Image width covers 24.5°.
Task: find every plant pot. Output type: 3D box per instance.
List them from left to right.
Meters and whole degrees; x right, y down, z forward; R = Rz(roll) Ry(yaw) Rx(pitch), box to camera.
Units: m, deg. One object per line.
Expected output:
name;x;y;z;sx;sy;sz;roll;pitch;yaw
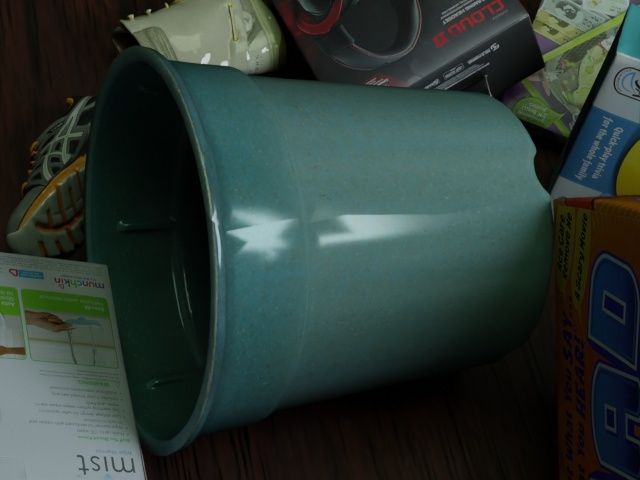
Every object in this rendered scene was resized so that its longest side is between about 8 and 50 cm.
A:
plant pot;0.000;0.000;1.294;0.334;0.341;0.341;-3;54;-24

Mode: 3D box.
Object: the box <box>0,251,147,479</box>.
box;-0.294;0.128;1.192;0.262;0.127;0.231;7;51;-32

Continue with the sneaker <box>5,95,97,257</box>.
sneaker;-0.250;-0.065;1.434;0.083;0.084;0.215;16;47;17

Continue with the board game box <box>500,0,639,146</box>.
board game box;0.388;-0.167;1.600;0.347;0.056;0.208;22;79;5

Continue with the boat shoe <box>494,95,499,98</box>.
boat shoe;0.148;-0.272;1.665;0.088;0.096;0.267;5;61;-14

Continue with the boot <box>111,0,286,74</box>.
boot;-0.151;-0.248;1.592;0.165;0.077;0.213;-19;60;-21

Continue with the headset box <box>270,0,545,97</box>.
headset box;0.082;-0.234;1.552;0.218;0.110;0.293;-30;61;4

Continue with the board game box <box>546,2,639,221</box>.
board game box;0.417;-0.068;1.459;0.336;0.253;0.079;20;53;4

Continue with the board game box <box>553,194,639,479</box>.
board game box;0.418;0.144;1.142;0.357;0.356;0.356;-4;97;-15
